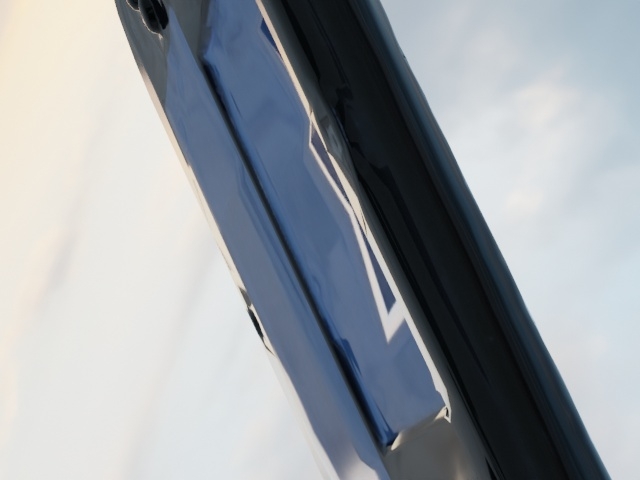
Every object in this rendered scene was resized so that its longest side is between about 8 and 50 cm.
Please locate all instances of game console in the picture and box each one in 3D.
[{"bbox_3d":[0.000,0.000,0.604,0.060,0.386,0.342,-24,171,-7],"label":"game console"}]
